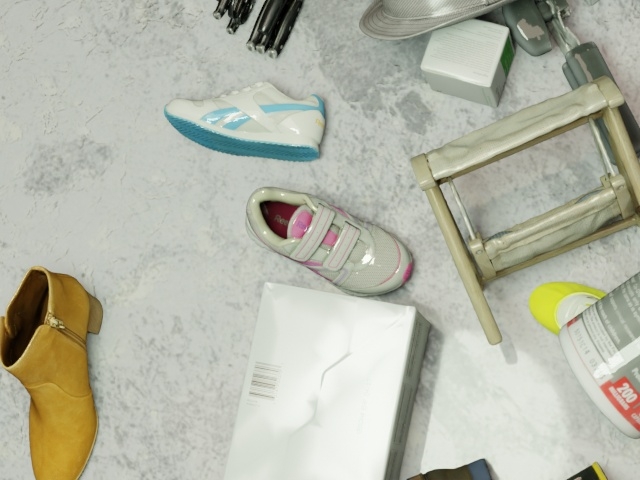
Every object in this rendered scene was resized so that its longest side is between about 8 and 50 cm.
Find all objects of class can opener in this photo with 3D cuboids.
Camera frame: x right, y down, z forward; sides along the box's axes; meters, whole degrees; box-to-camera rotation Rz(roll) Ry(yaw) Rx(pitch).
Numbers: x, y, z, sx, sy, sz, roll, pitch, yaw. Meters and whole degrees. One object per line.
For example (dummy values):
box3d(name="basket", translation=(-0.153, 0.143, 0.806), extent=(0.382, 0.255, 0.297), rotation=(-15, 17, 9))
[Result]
box3d(name="can opener", translation=(0.335, -0.223, 1.712), extent=(0.093, 0.074, 0.280), rotation=(-29, 77, 0))

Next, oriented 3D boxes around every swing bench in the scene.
box3d(name="swing bench", translation=(0.269, -0.052, 1.587), extent=(0.253, 0.165, 0.255), rotation=(-22, 113, 7))

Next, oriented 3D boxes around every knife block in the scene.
box3d(name="knife block", translation=(-0.035, -0.404, 1.826), extent=(0.275, 0.088, 0.242), rotation=(-23, 76, 7))

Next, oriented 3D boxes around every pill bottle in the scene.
box3d(name="pill bottle", translation=(0.432, 0.089, 1.487), extent=(0.283, 0.161, 0.161), rotation=(-38, 73, 18))

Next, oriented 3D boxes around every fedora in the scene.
box3d(name="fedora", translation=(0.168, -0.374, 1.689), extent=(0.275, 0.244, 0.124), rotation=(-19, 115, -3))

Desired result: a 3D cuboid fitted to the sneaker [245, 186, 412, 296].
box3d(name="sneaker", translation=(0.000, 0.000, 1.726), extent=(0.252, 0.111, 0.103), rotation=(20, 84, 16))

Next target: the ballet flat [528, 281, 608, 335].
box3d(name="ballet flat", translation=(0.371, 0.112, 1.635), extent=(0.231, 0.077, 0.077), rotation=(28, 88, 17))

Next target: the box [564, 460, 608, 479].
box3d(name="box", translation=(0.227, 0.409, 1.515), extent=(0.322, 0.257, 0.079), rotation=(-31, 99, 6))

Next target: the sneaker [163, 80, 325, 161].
box3d(name="sneaker", translation=(-0.105, -0.173, 1.805), extent=(0.228, 0.087, 0.092), rotation=(10, 74, 8))

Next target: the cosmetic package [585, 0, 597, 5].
box3d(name="cosmetic package", translation=(0.418, -0.437, 1.730), extent=(0.231, 0.085, 0.117), rotation=(-38, 73, 2))

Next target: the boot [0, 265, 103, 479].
box3d(name="boot", translation=(-0.374, 0.188, 1.724), extent=(0.104, 0.211, 0.295), rotation=(6, 81, 15))

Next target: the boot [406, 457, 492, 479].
box3d(name="boot", translation=(0.178, 0.332, 1.581), extent=(0.106, 0.219, 0.082), rotation=(-23, 111, -2))

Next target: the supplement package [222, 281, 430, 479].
box3d(name="supplement package", translation=(0.011, 0.205, 1.665), extent=(0.204, 0.145, 0.262), rotation=(10, 81, 14))

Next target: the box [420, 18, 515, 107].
box3d(name="box", translation=(0.199, -0.243, 1.732), extent=(0.102, 0.101, 0.087), rotation=(18, 84, 16))
